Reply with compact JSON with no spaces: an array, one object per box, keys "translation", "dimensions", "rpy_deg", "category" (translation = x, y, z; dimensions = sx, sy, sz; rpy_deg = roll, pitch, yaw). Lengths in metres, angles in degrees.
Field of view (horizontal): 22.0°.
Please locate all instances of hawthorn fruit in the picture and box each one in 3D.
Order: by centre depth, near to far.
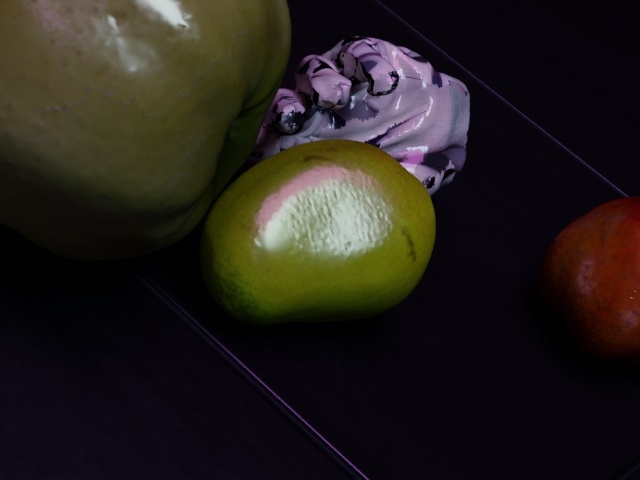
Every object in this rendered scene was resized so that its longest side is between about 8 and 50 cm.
[{"translation":[0.227,0.027,1.159],"dimensions":[0.125,0.140,0.125],"rpy_deg":[50,24,-31],"category":"hawthorn fruit"}]

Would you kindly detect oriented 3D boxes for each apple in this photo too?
[{"translation":[-0.151,-0.126,0.981],"dimensions":[0.279,0.279,0.279],"rpy_deg":[19,33,-13],"category":"apple"}]

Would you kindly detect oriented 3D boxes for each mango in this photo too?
[{"translation":[0.000,-0.007,1.042],"dimensions":[0.163,0.089,0.117],"rpy_deg":[-2,84,-35],"category":"mango"}]

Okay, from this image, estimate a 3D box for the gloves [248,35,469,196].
[{"translation":[0.013,-0.080,1.155],"dimensions":[0.212,0.127,0.111],"rpy_deg":[5,30,-38],"category":"gloves"}]
